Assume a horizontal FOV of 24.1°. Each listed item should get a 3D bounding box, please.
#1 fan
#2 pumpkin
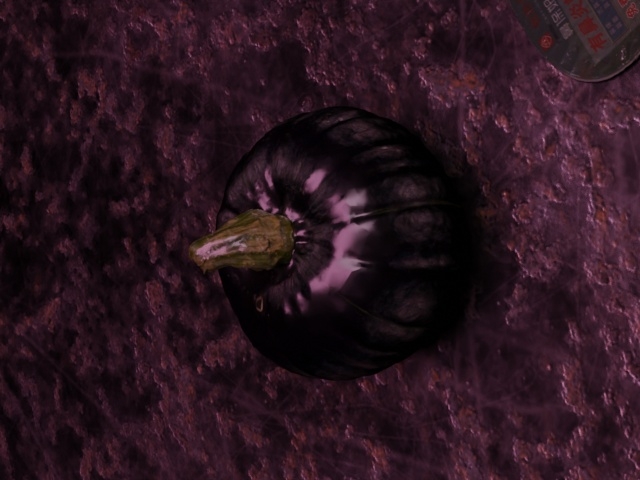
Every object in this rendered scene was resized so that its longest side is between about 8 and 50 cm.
[{"bbox_3d":[0.275,-0.311,1.488,0.223,0.012,0.294,37,116,39],"label":"fan"},{"bbox_3d":[0.000,0.000,1.588,0.295,0.295,0.296,2,93,45],"label":"pumpkin"}]
